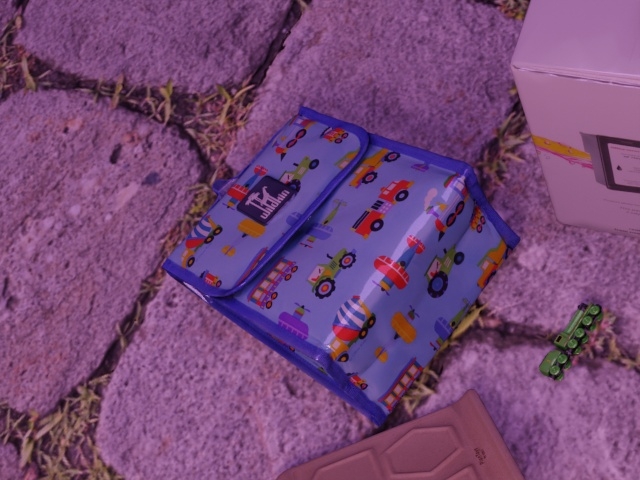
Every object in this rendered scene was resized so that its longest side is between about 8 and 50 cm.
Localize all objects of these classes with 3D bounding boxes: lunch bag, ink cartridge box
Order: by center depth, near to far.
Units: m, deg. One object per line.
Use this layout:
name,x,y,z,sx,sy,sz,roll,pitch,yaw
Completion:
ink cartridge box,0.301,-0.144,1.182,0.197,0.270,0.198,11,67,23
lunch bag,0.000,0.000,1.312,0.293,0.138,0.221,29,76,42

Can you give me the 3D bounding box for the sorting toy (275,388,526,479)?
sorting toy,0.064,0.221,1.157,0.208,0.038,0.193,-26,23,1

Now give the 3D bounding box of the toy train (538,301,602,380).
toy train,0.225,0.089,1.235,0.023,0.017,0.083,25,73,39
